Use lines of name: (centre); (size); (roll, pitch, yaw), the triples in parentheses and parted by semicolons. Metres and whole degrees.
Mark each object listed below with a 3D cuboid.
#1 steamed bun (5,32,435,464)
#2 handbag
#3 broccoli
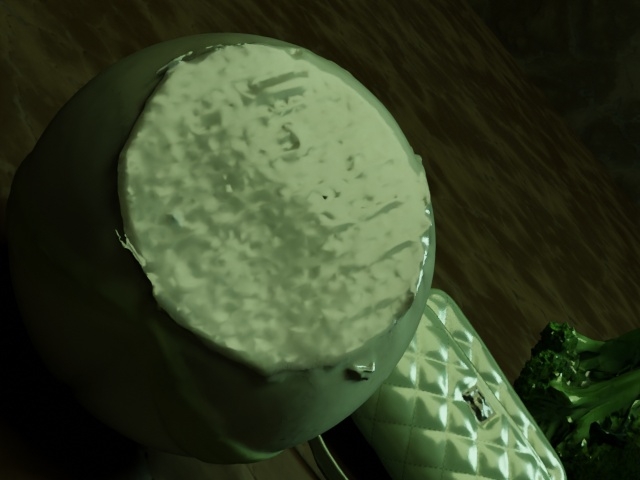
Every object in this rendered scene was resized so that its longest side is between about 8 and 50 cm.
steamed bun: (-0.083, 0.014, 1.079); (0.309, 0.309, 0.309); (43, 19, -19)
handbag: (0.093, 0.179, 1.347); (0.219, 0.079, 0.256); (-33, 88, -45)
broccoli: (0.367, 0.228, 1.637); (0.413, 0.321, 0.310); (-9, 90, -72)
